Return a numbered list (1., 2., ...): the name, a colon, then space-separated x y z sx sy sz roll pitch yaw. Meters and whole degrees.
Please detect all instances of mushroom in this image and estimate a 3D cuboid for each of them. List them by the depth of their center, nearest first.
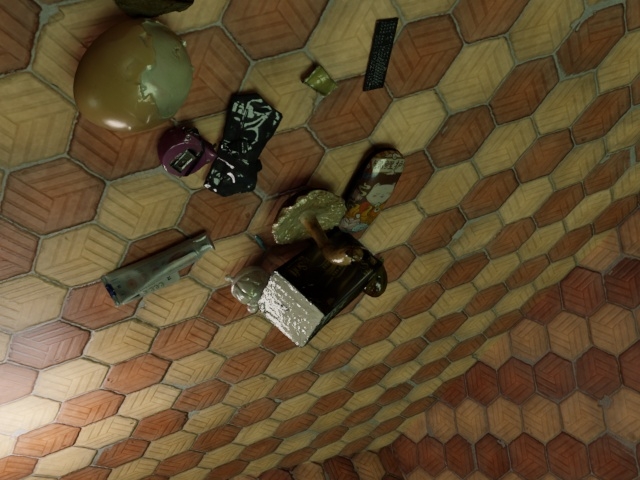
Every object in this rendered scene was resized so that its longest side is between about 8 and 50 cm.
1. mushroom: -0.028 -0.020 1.721 0.207 0.302 0.233 31 118 -21

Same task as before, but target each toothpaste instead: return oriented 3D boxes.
1. toothpaste: -0.456 0.074 1.729 0.323 0.066 0.100 -26 103 -3

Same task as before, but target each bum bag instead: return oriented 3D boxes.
1. bum bag: -0.193 -0.230 1.523 0.136 0.074 0.310 6 133 -25

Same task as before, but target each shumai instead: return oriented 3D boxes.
1. shumai: -0.306 -0.472 1.148 0.139 0.105 0.123 14 171 -32

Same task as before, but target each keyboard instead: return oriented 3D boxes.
1. keyboard: 0.148 -0.458 1.515 0.063 0.010 0.198 -15 143 -21

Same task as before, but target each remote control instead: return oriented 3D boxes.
1. remote control: -0.509 0.124 1.791 0.189 0.029 0.088 -23 145 -7

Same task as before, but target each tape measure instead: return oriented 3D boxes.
1. tape measure: -0.323 -0.213 1.454 0.125 0.074 0.118 -39 142 12

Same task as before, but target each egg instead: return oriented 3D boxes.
1. egg: -0.369 -0.314 1.193 0.244 0.201 0.201 -23 146 14

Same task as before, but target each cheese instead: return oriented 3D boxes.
1. cheese: -0.002 -0.385 1.481 0.060 0.041 0.084 -46 126 12

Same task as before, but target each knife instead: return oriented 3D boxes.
1. knife: -0.183 0.007 1.881 0.014 0.005 0.091 -28 144 2

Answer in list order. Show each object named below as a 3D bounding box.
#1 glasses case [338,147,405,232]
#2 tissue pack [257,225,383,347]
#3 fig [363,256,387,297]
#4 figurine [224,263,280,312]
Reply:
1. glasses case: 0.147 -0.146 1.842 0.122 0.082 0.321 0 136 -30
2. tissue pack: -0.005 0.136 1.863 0.370 0.210 0.198 -37 167 -49
3. fig: 0.200 0.128 2.209 0.109 0.103 0.155 20 112 -19
4. figurine: -0.181 0.140 1.952 0.181 0.145 0.256 -28 153 38
